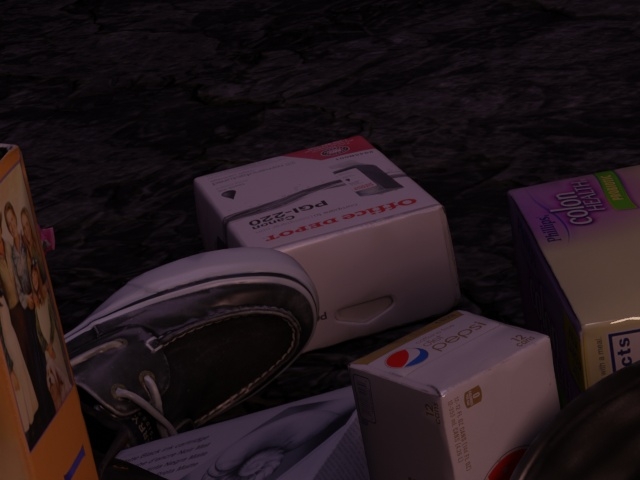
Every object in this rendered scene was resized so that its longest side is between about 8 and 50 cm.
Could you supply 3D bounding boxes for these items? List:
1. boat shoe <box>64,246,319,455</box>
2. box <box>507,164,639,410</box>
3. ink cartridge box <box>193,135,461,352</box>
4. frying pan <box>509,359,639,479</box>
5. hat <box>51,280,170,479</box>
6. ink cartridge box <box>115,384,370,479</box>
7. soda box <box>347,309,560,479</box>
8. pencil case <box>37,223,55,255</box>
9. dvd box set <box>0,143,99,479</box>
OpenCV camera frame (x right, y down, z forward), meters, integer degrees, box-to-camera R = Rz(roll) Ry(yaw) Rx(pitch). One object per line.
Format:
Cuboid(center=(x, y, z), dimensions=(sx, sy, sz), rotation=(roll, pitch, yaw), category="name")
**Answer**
Cuboid(center=(-0.142, 0.119, 1.268), dimensions=(0.335, 0.121, 0.119), rotation=(-26, 31, -10), category="boat shoe")
Cuboid(center=(0.245, 0.036, 1.032), dimensions=(0.243, 0.117, 0.213), rotation=(-10, 21, -1), category="box")
Cuboid(center=(0.000, 0.000, 1.505), dimensions=(0.158, 0.092, 0.218), rotation=(-15, 23, -11), category="ink cartridge box")
Cuboid(center=(0.213, 0.160, 0.751), dimensions=(0.326, 0.053, 0.197), rotation=(23, 78, 34), category="frying pan")
Cuboid(center=(-0.114, 0.174, 0.895), dimensions=(0.134, 0.331, 0.331), rotation=(11, 21, -4), category="hat")
Cuboid(center=(-0.057, 0.145, 1.100), dimensions=(0.223, 0.045, 0.224), rotation=(-19, 19, 36), category="ink cartridge box")
Cuboid(center=(0.078, 0.148, 0.907), dimensions=(0.074, 0.216, 0.069), rotation=(-25, 25, -33), category="soda box")
Cuboid(center=(-0.272, 0.034, 1.559), dimensions=(0.098, 0.095, 0.209), rotation=(3, 22, -8), category="pencil case")
Cuboid(center=(-0.208, 0.184, 0.673), dimensions=(0.307, 0.420, 0.062), rotation=(-6, 21, 11), category="dvd box set")
